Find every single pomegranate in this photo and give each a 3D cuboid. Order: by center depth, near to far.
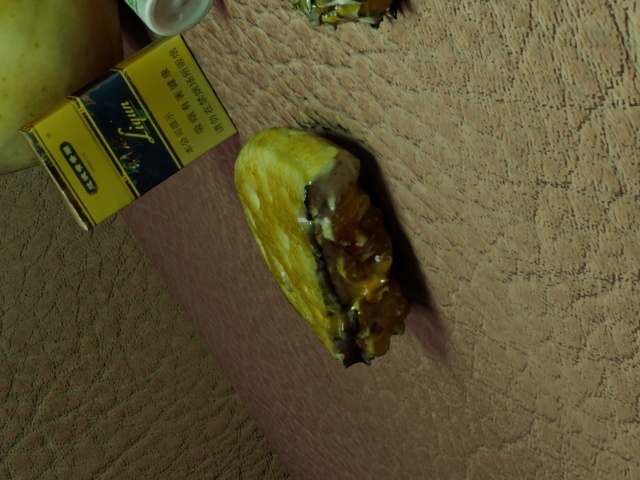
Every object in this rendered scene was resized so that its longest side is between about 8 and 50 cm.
[{"bbox_3d":[-0.468,-0.271,2.074,0.411,0.411,0.411,52,168,17],"label":"pomegranate"}]

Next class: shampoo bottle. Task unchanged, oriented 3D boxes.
[{"bbox_3d":[-0.231,-0.349,1.685,0.303,0.092,0.092,49,166,32],"label":"shampoo bottle"}]

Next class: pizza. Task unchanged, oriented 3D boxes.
[{"bbox_3d":[0.000,0.000,1.649,0.277,0.114,0.409,54,169,14],"label":"pizza"}]

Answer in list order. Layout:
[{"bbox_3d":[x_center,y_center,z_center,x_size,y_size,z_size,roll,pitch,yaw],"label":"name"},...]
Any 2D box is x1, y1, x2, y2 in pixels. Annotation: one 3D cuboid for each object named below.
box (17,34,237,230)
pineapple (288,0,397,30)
[{"bbox_3d":[-0.246,-0.141,1.942,0.152,0.237,0.070,60,164,-18],"label":"box"},{"bbox_3d":[-0.019,-0.244,1.171,0.225,0.076,0.225,51,165,19],"label":"pineapple"}]
